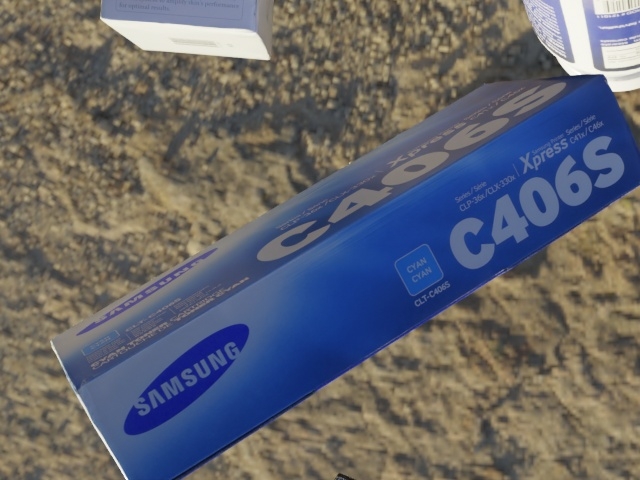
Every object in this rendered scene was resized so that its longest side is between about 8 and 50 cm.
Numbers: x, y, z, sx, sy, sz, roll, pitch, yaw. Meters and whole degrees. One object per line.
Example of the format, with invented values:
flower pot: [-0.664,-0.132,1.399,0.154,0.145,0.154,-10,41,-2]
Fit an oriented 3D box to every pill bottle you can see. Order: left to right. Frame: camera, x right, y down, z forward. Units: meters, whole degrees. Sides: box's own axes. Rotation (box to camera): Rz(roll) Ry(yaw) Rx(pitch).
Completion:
pill bottle: [0.234,-0.224,0.951,0.153,0.153,0.265,-6,164,15]

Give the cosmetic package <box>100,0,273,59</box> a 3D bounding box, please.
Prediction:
cosmetic package: [-0.109,-0.291,1.073,0.138,0.224,0.224,5,92,0]

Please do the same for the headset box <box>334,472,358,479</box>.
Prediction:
headset box: [0.041,0.300,1.299,0.083,0.062,0.032,14,150,40]

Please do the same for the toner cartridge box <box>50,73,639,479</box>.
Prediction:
toner cartridge box: [0.011,0.013,0.722,0.348,0.165,0.075,-31,102,-13]

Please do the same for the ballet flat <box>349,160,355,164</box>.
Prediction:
ballet flat: [0.000,0.000,1.271,0.067,0.206,0.073,36,171,0]
